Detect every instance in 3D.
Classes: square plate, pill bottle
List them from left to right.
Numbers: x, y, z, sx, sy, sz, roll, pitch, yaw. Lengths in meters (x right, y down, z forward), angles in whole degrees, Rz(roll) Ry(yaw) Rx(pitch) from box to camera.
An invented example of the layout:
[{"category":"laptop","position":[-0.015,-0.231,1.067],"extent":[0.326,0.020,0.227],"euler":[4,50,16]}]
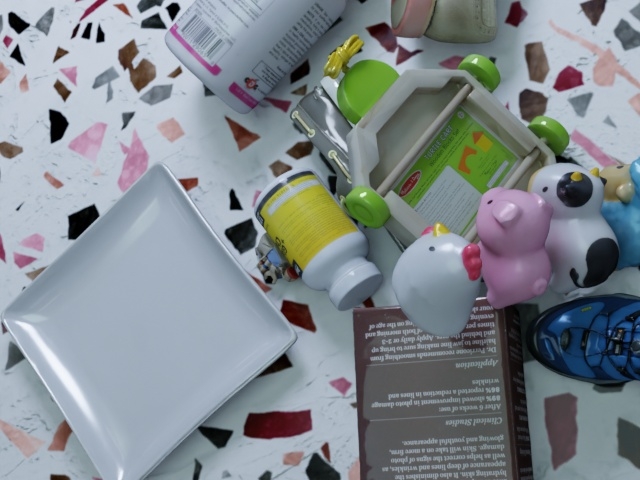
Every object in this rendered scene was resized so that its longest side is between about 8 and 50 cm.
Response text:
[{"category":"square plate","position":[-0.248,0.122,1.461],"extent":[0.344,0.049,0.347],"euler":[-43,68,8]},{"category":"pill bottle","position":[-0.067,-0.327,1.425],"extent":[0.283,0.160,0.160],"euler":[-46,68,6]},{"category":"pill bottle","position":[0.000,0.000,1.363],"extent":[0.103,0.103,0.184],"euler":[-41,68,9]}]

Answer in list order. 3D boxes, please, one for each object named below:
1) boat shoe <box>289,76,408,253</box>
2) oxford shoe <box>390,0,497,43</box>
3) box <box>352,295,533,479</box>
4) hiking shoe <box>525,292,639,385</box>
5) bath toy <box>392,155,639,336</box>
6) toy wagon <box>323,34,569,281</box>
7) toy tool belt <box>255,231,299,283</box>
[{"category":"boat shoe","position":[0.061,-0.083,1.359],"extent":[0.091,0.109,0.305],"euler":[-37,66,15]},{"category":"oxford shoe","position":[0.191,-0.440,1.392],"extent":[0.146,0.140,0.397],"euler":[12,77,-9]},{"category":"box","position":[0.154,0.266,1.233],"extent":[0.191,0.143,0.381],"euler":[-6,75,19]},{"category":"hiking shoe","position":[0.383,0.112,1.179],"extent":[0.304,0.132,0.113],"euler":[2,80,21]},{"category":"bath toy","position":[0.236,-0.004,1.159],"extent":[0.348,0.129,0.151],"euler":[-17,71,-29]},{"category":"toy wagon","position":[0.140,-0.110,1.260],"extent":[0.344,0.068,0.267],"euler":[42,67,-3]},{"category":"toy tool belt","position":[-0.062,0.031,1.416],"extent":[0.051,0.052,0.083],"euler":[-50,59,39]}]
